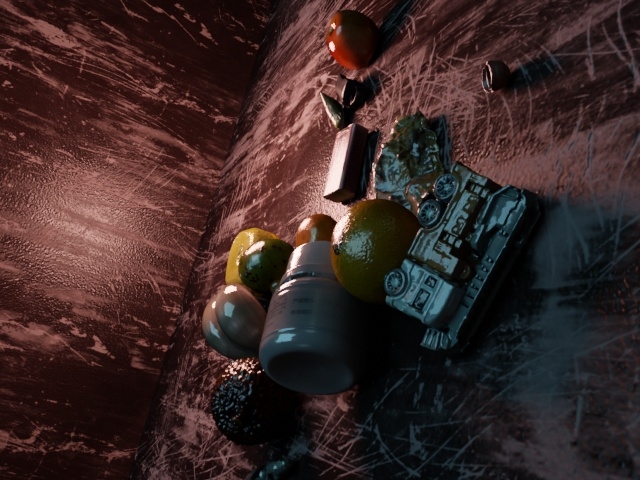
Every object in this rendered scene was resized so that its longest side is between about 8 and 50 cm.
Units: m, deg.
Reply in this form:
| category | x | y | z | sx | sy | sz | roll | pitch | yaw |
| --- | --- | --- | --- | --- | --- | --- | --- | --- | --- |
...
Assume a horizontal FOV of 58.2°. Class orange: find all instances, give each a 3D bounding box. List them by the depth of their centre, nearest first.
| category | x | y | z | sx | sy | sz | roll | pitch | yaw |
| --- | --- | --- | --- | --- | --- | --- | --- | --- | --- |
| orange | 0.128 | 0.024 | 1.236 | 0.236 | 0.236 | 0.236 | -47 | 31 | 41 |
| orange | 0.000 | 0.000 | 1.656 | 0.156 | 0.124 | 0.156 | -13 | 74 | 52 |

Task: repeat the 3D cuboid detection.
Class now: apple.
| category | x | y | z | sx | sy | sz | roll | pitch | yaw |
| --- | --- | --- | --- | --- | --- | --- | --- | --- | --- |
| apple | 0.107 | -0.672 | 1.929 | 0.181 | 0.168 | 0.181 | -43 | 40 | 50 |

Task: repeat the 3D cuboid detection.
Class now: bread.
| category | x | y | z | sx | sy | sz | roll | pitch | yaw |
| --- | --- | --- | --- | --- | --- | --- | --- | --- | --- |
| bread | -0.242 | 0.085 | 2.088 | 0.270 | 0.148 | 0.269 | -42 | 39 | 47 |

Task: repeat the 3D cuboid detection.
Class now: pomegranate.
| category | x | y | z | sx | sy | sz | roll | pitch | yaw |
| --- | --- | --- | --- | --- | --- | --- | --- | --- | --- |
| pomegranate | -0.153 | 0.106 | 1.839 | 0.202 | 0.202 | 0.247 | -53 | 46 | 34 |

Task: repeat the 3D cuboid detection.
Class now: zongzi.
| category | x | y | z | sx | sy | sz | roll | pitch | yaw |
| --- | --- | --- | --- | --- | --- | --- | --- | --- | --- |
| zongzi | 0.040 | -0.434 | 1.934 | 0.055 | 0.119 | 0.109 | -34 | 39 | 34 |

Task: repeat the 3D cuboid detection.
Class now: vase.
| category | x | y | z | sx | sy | sz | roll | pitch | yaw |
| --- | --- | --- | --- | --- | --- | --- | --- | --- | --- |
| vase | -0.133 | 0.613 | 1.511 | 0.211 | 0.060 | 0.060 | -47 | 31 | 42 |

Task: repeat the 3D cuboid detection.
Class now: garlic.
| category | x | y | z | sx | sy | sz | roll | pitch | yaw |
| --- | --- | --- | --- | --- | --- | --- | --- | --- | --- |
| garlic | -0.241 | 0.219 | 1.801 | 0.340 | 0.246 | 0.231 | -107 | 26 | -55 |

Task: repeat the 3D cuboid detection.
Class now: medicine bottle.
| category | x | y | z | sx | sy | sz | roll | pitch | yaw |
| --- | --- | --- | --- | --- | --- | --- | --- | --- | --- |
| medicine bottle | -0.002 | 0.177 | 1.352 | 0.245 | 0.245 | 0.306 | -45 | 26 | 45 |

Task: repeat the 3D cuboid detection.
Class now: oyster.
| category | x | y | z | sx | sy | sz | roll | pitch | yaw |
| --- | --- | --- | --- | --- | --- | --- | --- | --- | --- |
| oyster | 0.195 | -0.177 | 1.400 | 0.201 | 0.107 | 0.354 | -43 | 34 | 40 |

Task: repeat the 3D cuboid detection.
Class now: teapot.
| category | x | y | z | sx | sy | sz | roll | pitch | yaw |
| --- | --- | --- | --- | --- | --- | --- | --- | --- | --- |
| teapot | 0.093 | -0.485 | 1.905 | 0.096 | 0.087 | 0.177 | -66 | 23 | 19 |

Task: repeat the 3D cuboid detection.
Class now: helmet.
| category | x | y | z | sx | sy | sz | roll | pitch | yaw |
| --- | --- | --- | --- | --- | --- | --- | --- | --- | --- |
| helmet | 0.374 | -0.348 | 1.214 | 0.084 | 0.049 | 0.065 | -44 | -57 | -84 |

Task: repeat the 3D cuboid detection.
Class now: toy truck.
| category | x | y | z | sx | sy | sz | roll | pitch | yaw |
| --- | --- | --- | --- | --- | --- | --- | --- | --- | --- |
| toy truck | 0.254 | 0.043 | 1.055 | 0.184 | 0.133 | 0.338 | 33 | 100 | 50 |

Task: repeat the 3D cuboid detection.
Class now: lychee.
| category | x | y | z | sx | sy | sz | roll | pitch | yaw |
| --- | --- | --- | --- | --- | --- | --- | --- | --- | --- |
| lychee | -0.181 | 0.431 | 1.575 | 0.236 | 0.236 | 0.271 | -62 | 2 | 17 |

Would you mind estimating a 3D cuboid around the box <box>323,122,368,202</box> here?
| category | x | y | z | sx | sy | sz | roll | pitch | yaw |
| --- | --- | --- | --- | --- | --- | --- | --- | --- | --- |
| box | 0.077 | -0.233 | 1.748 | 0.120 | 0.069 | 0.224 | -21 | 52 | 59 |

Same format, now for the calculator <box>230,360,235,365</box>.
| category | x | y | z | sx | sy | sz | roll | pitch | yaw |
| --- | --- | --- | --- | --- | --- | --- | --- | --- | --- |
| calculator | -0.313 | 0.492 | 2.064 | 0.094 | 0.019 | 0.141 | -65 | 25 | 10 |
